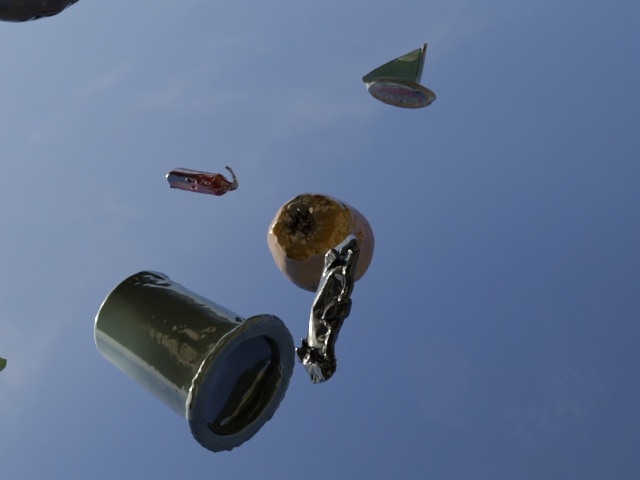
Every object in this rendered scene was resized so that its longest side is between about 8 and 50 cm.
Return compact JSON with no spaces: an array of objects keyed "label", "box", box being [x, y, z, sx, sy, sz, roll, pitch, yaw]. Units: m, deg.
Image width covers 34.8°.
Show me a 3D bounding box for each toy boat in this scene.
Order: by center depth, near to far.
[{"label":"toy boat","box":[0.104,-0.214,1.300,0.096,0.034,0.122,12,-140,2]}]

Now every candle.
[{"label":"candle","box":[-0.188,-0.100,1.680,0.162,0.053,0.048,11,-108,42]}]

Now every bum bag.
[{"label":"bum bag","box":[0.008,0.086,1.308,0.087,0.049,0.197,175,-70,-73]}]

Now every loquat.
[{"label":"loquat","box":[0.000,0.000,1.904,0.187,0.234,0.176,-34,-132,12]}]

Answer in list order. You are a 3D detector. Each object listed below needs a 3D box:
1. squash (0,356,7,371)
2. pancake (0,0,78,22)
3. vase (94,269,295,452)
[{"label":"squash","box":[-0.564,0.213,1.506,0.090,0.075,0.200,6,-152,29]},{"label":"pancake","box":[-0.206,-0.274,0.711,0.049,0.294,0.294,37,-115,19]},{"label":"vase","box":[-0.222,0.185,1.716,0.291,0.245,0.245,25,-121,35]}]
